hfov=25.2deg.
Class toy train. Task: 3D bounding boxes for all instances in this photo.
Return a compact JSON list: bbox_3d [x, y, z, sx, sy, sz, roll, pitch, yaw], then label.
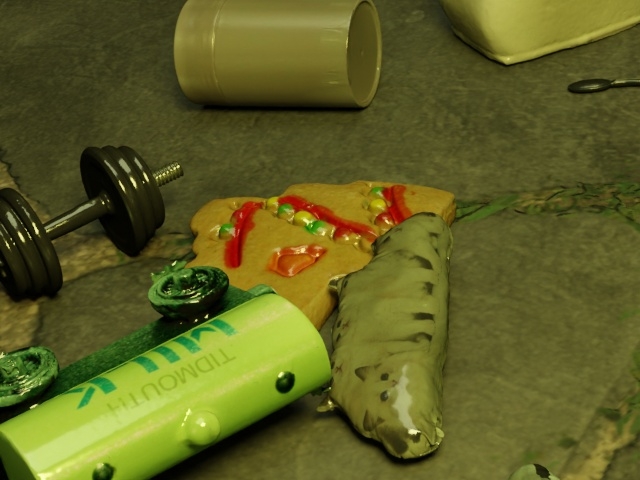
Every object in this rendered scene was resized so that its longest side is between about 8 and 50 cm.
[{"bbox_3d":[-0.110,0.104,0.949,0.253,0.105,0.157,-26,26,-26],"label":"toy train"}]

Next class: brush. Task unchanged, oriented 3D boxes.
[{"bbox_3d":[0.271,-0.146,1.331,0.083,0.008,0.024,-2,29,14],"label":"brush"}]

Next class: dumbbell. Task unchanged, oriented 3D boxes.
[{"bbox_3d":[-0.205,-0.017,1.188,0.209,0.099,0.099,-28,35,-23],"label":"dumbbell"}]

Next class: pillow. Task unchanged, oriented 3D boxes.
[{"bbox_3d":[0.046,0.064,1.019,0.093,0.051,0.241,-10,40,15],"label":"pillow"}]

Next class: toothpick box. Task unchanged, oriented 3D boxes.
[{"bbox_3d":[-0.042,-0.184,1.393,0.181,0.111,0.111,3,34,20],"label":"toothpick box"}]

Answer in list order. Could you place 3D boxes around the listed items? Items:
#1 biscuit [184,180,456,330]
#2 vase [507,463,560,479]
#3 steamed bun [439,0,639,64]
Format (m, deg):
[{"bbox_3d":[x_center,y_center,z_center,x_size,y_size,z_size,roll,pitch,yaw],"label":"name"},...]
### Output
[{"bbox_3d":[0.000,0.000,1.154,0.239,0.041,0.212,-20,31,-12],"label":"biscuit"},{"bbox_3d":[0.161,0.189,0.781,0.060,0.059,0.211,-20,34,-14],"label":"vase"},{"bbox_3d":[0.238,-0.292,1.430,0.242,0.164,0.146,-20,34,-16],"label":"steamed bun"}]
